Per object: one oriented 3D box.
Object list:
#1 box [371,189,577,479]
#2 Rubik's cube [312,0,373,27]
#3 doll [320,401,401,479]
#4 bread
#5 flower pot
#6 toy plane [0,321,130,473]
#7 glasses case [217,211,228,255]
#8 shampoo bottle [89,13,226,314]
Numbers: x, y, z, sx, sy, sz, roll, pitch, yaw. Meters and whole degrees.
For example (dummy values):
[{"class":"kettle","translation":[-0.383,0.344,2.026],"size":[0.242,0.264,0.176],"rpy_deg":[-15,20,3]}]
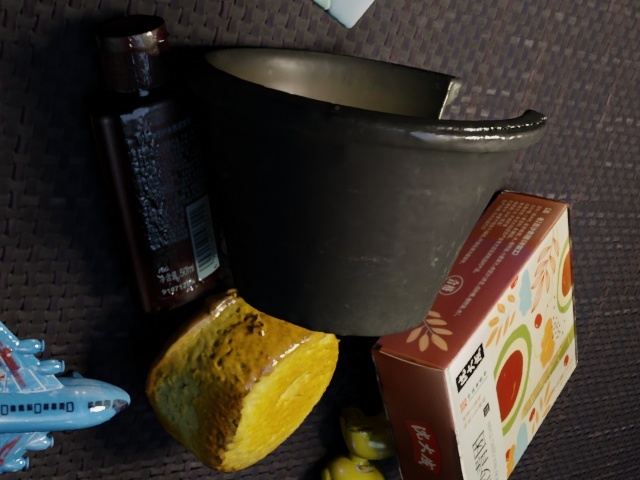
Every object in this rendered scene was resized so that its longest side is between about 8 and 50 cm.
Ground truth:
[{"class":"box","translation":[0.253,0.174,1.380],"size":[0.385,0.122,0.344],"rpy_deg":[-46,136,-36]},{"class":"Rubik's cube","translation":[-0.027,-0.360,0.896],"size":[0.224,0.213,0.265],"rpy_deg":[-47,146,12]},{"class":"doll","translation":[0.066,0.366,1.421],"size":[0.135,0.143,0.221],"rpy_deg":[2,105,-16]},{"class":"bread","translation":[-0.089,0.165,1.141],"size":[0.268,0.146,0.268],"rpy_deg":[-40,154,-24]},{"class":"flower pot","translation":[0.019,-0.055,0.972],"size":[0.379,0.379,0.251],"rpy_deg":[-5,115,-37]},{"class":"toy plane","translation":[-0.344,0.181,1.002],"size":[0.271,0.105,0.254],"rpy_deg":[-3,116,-39]},{"class":"glasses case","translation":[0.000,0.000,1.193],"size":[0.316,0.076,0.123],"rpy_deg":[20,96,-42]},{"class":"shampoo bottle","translation":[-0.181,-0.080,1.004],"size":[0.129,0.084,0.323],"rpy_deg":[-28,128,-31]}]
